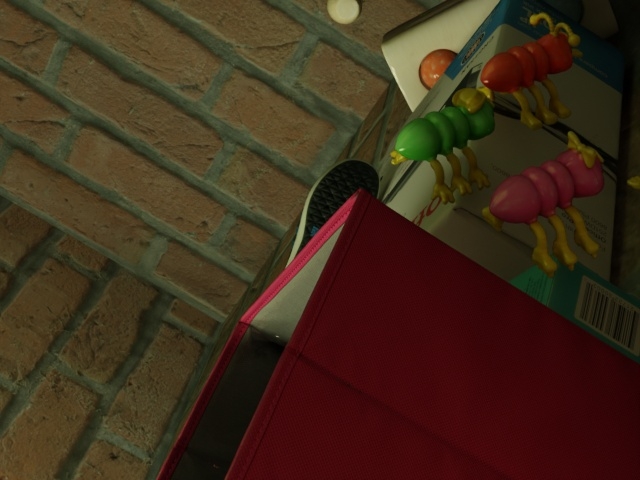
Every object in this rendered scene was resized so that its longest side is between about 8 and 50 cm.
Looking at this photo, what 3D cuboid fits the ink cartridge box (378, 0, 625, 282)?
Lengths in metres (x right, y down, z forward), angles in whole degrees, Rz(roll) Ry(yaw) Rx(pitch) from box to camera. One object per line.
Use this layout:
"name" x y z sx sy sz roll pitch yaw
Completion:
"ink cartridge box" 0.166 -0.042 0.916 0.285 0.166 0.395 -52 11 45

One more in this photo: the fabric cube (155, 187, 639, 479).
"fabric cube" 0.040 0.174 0.577 0.254 0.258 0.259 -45 15 55

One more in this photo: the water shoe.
"water shoe" 0.000 0.000 0.943 0.203 0.073 0.080 -63 4 -19

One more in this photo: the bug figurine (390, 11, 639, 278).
"bug figurine" 0.183 -0.084 0.657 0.216 0.072 0.279 -27 41 -16

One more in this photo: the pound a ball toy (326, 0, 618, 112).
"pound a ball toy" 0.187 -0.286 1.088 0.319 0.208 0.136 -24 20 15

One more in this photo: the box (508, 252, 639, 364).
"box" 0.155 0.101 0.699 0.244 0.100 0.060 -47 15 55
